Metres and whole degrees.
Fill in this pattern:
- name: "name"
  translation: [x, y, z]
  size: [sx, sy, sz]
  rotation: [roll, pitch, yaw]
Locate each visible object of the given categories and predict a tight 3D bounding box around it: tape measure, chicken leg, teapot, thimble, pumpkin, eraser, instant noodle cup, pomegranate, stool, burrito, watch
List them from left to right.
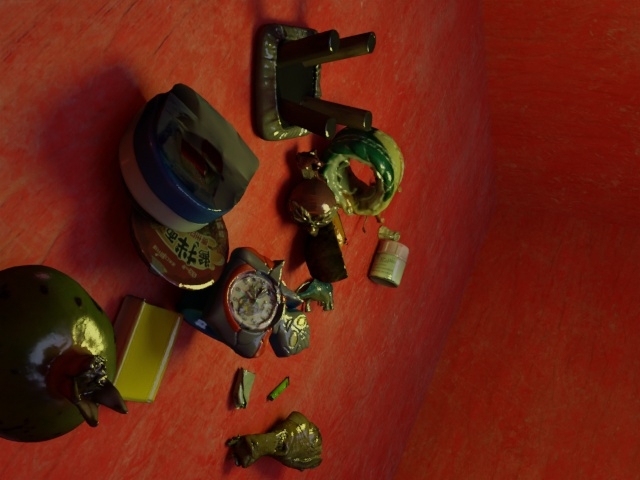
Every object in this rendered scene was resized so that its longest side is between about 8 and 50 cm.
- name: "pomegranate"
  translation: [-0.442, 0.177, 1.018]
  size: [0.291, 0.323, 0.290]
  rotation: [41, 42, -51]
- name: "eraser"
  translation: [-0.402, 0.246, 1.386]
  size: [0.158, 0.069, 0.226]
  rotation: [39, 67, -62]
- name: "instant noodle cup"
  translation: [-0.324, -0.013, 1.354]
  size: [0.274, 0.091, 0.274]
  rotation: [32, 49, -45]
- name: "tape measure"
  translation: [-0.280, -0.149, 1.286]
  size: [0.259, 0.138, 0.262]
  rotation: [44, 40, -31]
- name: "burrito"
  translation: [-0.226, 0.433, 1.827]
  size: [0.074, 0.044, 0.118]
  rotation: [41, 62, -63]
- name: "watch"
  translation: [-0.180, 0.174, 1.524]
  size: [0.305, 0.274, 0.241]
  rotation: [40, 61, -25]
- name: "chicken leg"
  translation: [-0.136, 0.651, 1.995]
  size: [0.429, 0.153, 0.201]
  rotation: [17, 93, -55]
- name: "stool"
  translation: [-0.009, -0.419, 1.693]
  size: [0.310, 0.226, 0.310]
  rotation: [-26, 123, -55]
- name: "pumpkin"
  translation: [0.000, 0.000, 1.985]
  size: [0.312, 0.148, 0.169]
  rotation: [-96, 162, -64]
- name: "thimble"
  translation: [0.130, -0.219, 2.001]
  size: [0.167, 0.254, 0.288]
  rotation: [-58, 160, -44]
- name: "teapot"
  translation: [0.281, -0.024, 2.566]
  size: [0.067, 0.083, 0.057]
  rotation: [-18, 122, -62]

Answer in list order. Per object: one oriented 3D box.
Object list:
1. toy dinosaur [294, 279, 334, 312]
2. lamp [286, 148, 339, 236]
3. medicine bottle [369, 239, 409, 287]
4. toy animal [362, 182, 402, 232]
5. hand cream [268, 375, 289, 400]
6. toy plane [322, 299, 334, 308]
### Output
- name: "toy dinosaur"
  translation: [-0.005, 0.172, 2.116]
  size: [0.363, 0.076, 0.147]
  rotation: [-26, 114, -63]
- name: "lamp"
  translation: [-0.036, -0.131, 1.865]
  size: [0.215, 0.151, 0.223]
  rotation: [81, -10, -61]
- name: "medicine bottle"
  translation: [0.282, 0.096, 2.563]
  size: [0.135, 0.135, 0.168]
  rotation: [45, 62, -59]
- name: "toy animal"
  translation: [0.204, -0.135, 2.383]
  size: [0.255, 0.114, 0.116]
  rotation: [-57, -170, -27]
- name: "hand cream"
  translation: [-0.133, 0.487, 2.055]
  size: [0.122, 0.023, 0.036]
  rotation: [-34, 127, -59]
- name: "toy plane"
  translation: [0.029, 0.214, 2.240]
  size: [0.078, 0.031, 0.083]
  rotation: [-19, 118, -59]
